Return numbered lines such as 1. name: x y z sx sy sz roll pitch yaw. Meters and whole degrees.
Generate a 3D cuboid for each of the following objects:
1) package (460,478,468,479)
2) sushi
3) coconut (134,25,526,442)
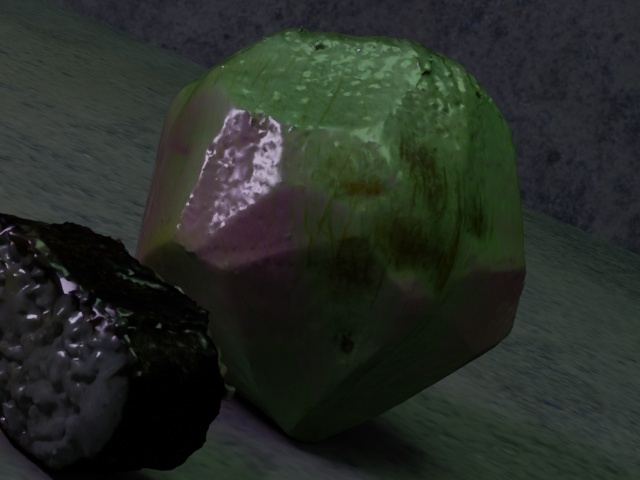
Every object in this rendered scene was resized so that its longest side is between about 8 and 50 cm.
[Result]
1. package: 0.091 0.143 0.756 0.059 0.029 0.083 17 -1 7
2. sushi: -0.110 0.046 0.643 0.150 0.090 0.078 33 17 36
3. coconut: 0.000 0.000 0.815 0.236 0.236 0.204 14 -21 -42
